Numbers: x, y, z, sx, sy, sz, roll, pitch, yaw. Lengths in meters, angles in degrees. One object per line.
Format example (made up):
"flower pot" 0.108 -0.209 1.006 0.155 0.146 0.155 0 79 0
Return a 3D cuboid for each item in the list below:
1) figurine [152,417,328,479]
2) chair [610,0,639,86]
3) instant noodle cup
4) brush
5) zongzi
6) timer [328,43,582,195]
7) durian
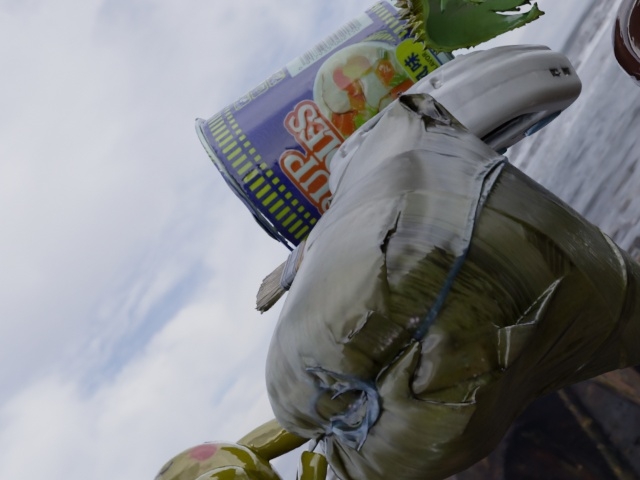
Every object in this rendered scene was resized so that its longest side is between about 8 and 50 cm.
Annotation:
"figurine" -0.080 0.283 0.813 0.218 0.169 0.327 -54 18 1
"chair" 0.528 -0.170 0.890 0.226 0.400 0.227 -45 31 36
"instant noodle cup" 0.035 -0.157 1.113 0.312 0.284 0.284 -40 -5 9
"brush" 0.000 0.000 0.648 0.170 0.014 0.043 -45 20 35
"zongzi" 0.116 0.062 0.449 0.125 0.274 0.251 -54 7 36
"timer" 0.140 -0.119 0.887 0.262 0.087 0.237 -34 -11 37
"durian" 0.161 -0.307 0.874 0.237 0.200 0.177 18 -108 -67
